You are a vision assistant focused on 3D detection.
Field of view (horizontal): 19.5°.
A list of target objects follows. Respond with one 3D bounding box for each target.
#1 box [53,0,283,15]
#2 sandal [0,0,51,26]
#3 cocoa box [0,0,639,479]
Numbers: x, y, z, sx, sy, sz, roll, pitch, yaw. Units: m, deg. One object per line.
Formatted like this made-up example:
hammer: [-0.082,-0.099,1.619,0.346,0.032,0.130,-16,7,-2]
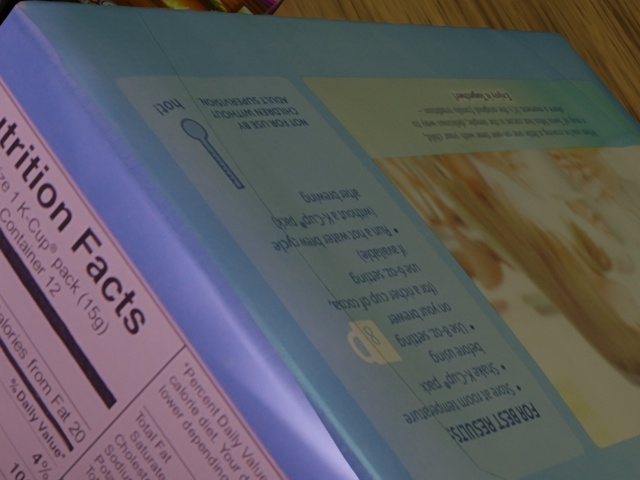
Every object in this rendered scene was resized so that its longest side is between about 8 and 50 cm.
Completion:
box: [-0.169,-0.183,1.002,0.293,0.057,0.201,40,26,-3]
sandal: [-0.180,-0.135,0.814,0.168,0.107,0.445,34,51,-5]
cocoa box: [0.006,0.073,0.669,0.231,0.228,0.347,52,29,19]
